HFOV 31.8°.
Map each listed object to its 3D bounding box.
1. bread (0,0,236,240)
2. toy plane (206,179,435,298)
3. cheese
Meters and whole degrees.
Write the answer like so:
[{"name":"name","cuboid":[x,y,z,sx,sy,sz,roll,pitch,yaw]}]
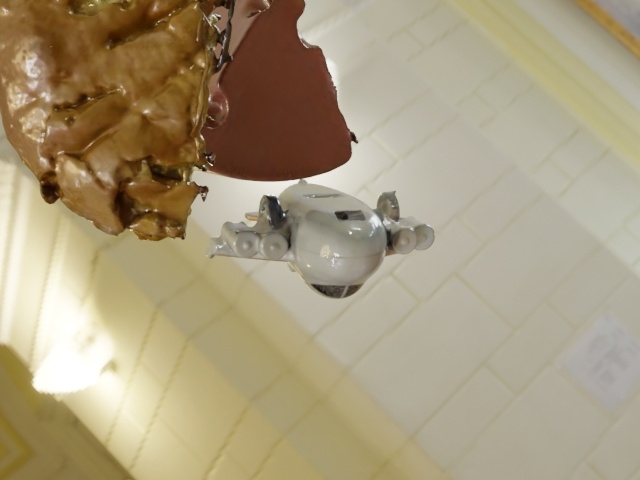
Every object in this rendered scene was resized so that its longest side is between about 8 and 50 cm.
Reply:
[{"name":"bread","cuboid":[-0.124,-0.136,0.683,0.160,0.147,0.261,-132,49,-76]},{"name":"toy plane","cuboid":[0.000,0.000,1.202,0.244,0.244,0.118,-23,-62,-64]},{"name":"cheese","cuboid":[-0.088,-0.128,1.065,0.177,0.203,0.128,-35,30,-28]}]
